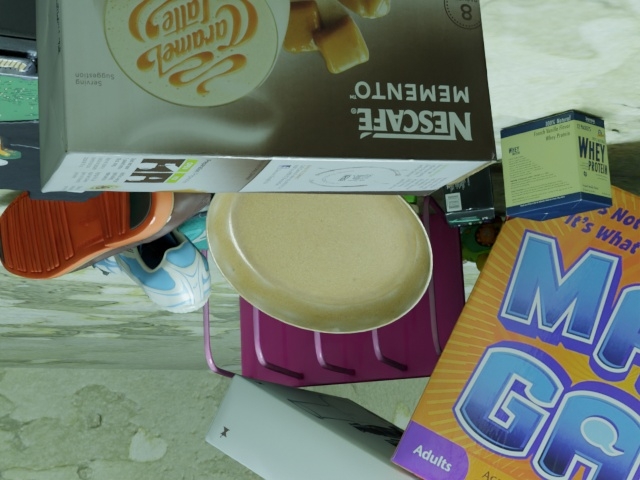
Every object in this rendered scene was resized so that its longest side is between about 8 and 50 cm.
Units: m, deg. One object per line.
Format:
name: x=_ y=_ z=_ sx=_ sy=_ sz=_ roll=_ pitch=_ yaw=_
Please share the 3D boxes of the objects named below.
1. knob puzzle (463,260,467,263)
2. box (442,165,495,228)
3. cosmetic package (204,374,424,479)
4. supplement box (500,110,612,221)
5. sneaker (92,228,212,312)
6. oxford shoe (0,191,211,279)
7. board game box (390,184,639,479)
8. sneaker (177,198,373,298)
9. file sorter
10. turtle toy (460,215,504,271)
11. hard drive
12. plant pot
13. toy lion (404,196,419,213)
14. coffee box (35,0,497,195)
knob puzzle: x=0.252 y=0.014 z=1.785 sx=0.213 sy=0.030 sz=0.213 roll=-3 pitch=170 yaw=-1
box: x=0.153 y=-0.051 z=1.294 sx=0.052 sy=0.062 sz=0.083 roll=-6 pitch=170 yaw=8
cosmetic package: x=0.092 y=0.290 z=1.461 sx=0.377 sy=0.097 sz=0.284 roll=26 pitch=-177 yaw=31
supplement box: x=0.218 y=-0.068 z=1.162 sx=0.083 sy=0.083 sz=0.056 roll=-13 pitch=166 yaw=42
sneaker: x=-0.193 y=0.006 z=1.367 sx=0.085 sy=0.086 sz=0.237 roll=-20 pitch=-153 yaw=-31
oxford shoe: x=-0.229 y=-0.015 z=1.285 sx=0.271 sy=0.097 sz=0.098 roll=-11 pitch=174 yaw=38
board game box: x=0.351 y=0.165 z=1.376 sx=0.356 sy=0.357 sz=0.356 roll=26 pitch=-179 yaw=23
sneaker: x=-0.049 y=0.008 z=1.383 sx=0.275 sy=0.110 sz=0.107 roll=5 pitch=174 yaw=19
file sorter: x=0.016 y=0.062 z=1.503 sx=0.290 sy=0.202 sz=0.182 roll=-6 pitch=166 yaw=15
turtle toy: x=0.229 y=0.001 z=1.597 sx=0.130 sy=0.066 sz=0.095 roll=-2 pitch=-167 yaw=-26
hard drive: x=-0.223 y=-0.096 z=0.906 sx=0.236 sy=0.064 sz=0.339 roll=2 pitch=169 yaw=-30
plant pot: x=0.000 y=0.000 z=1.278 sx=0.236 sy=0.032 sz=0.236 roll=9 pitch=133 yaw=10
toy lion: x=0.055 y=-0.050 z=1.368 sx=0.096 sy=0.034 sz=0.100 roll=0 pitch=172 yaw=23
coffee box: x=-0.034 y=-0.101 z=0.725 sx=0.246 sy=0.141 sz=0.098 roll=1 pitch=169 yaw=-20
